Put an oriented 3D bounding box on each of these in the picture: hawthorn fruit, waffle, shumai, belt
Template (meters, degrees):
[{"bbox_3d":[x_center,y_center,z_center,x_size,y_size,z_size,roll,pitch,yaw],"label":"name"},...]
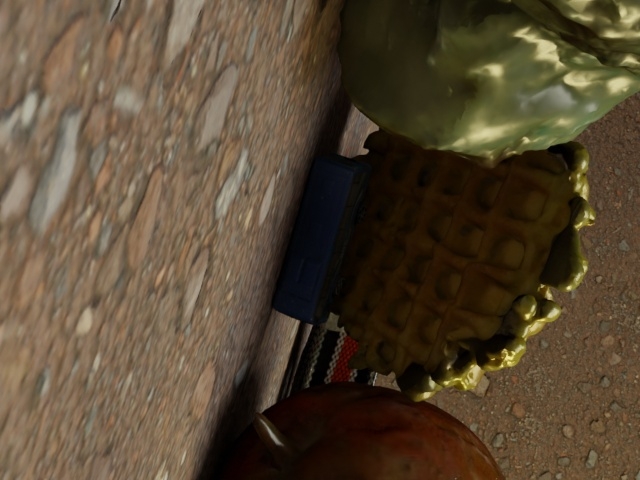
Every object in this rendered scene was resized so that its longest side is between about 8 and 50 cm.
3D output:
[{"bbox_3d":[0.021,0.241,0.862,0.298,0.277,0.277,58,40,-35],"label":"hawthorn fruit"},{"bbox_3d":[0.111,-0.007,0.875,0.062,0.329,0.329,23,82,-38],"label":"waffle"},{"bbox_3d":[0.152,-0.216,0.671,0.397,0.324,0.323,-53,178,-37],"label":"shumai"},{"bbox_3d":[0.041,0.082,1.114,0.126,0.094,0.359,-111,-144,-62],"label":"belt"}]

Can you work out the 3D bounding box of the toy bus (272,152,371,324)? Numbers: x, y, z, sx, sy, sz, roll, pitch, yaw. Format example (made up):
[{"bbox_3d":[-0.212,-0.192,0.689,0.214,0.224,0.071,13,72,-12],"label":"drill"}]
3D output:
[{"bbox_3d":[0.000,0.000,0.884,0.061,0.051,0.153,-8,116,-68],"label":"toy bus"}]
